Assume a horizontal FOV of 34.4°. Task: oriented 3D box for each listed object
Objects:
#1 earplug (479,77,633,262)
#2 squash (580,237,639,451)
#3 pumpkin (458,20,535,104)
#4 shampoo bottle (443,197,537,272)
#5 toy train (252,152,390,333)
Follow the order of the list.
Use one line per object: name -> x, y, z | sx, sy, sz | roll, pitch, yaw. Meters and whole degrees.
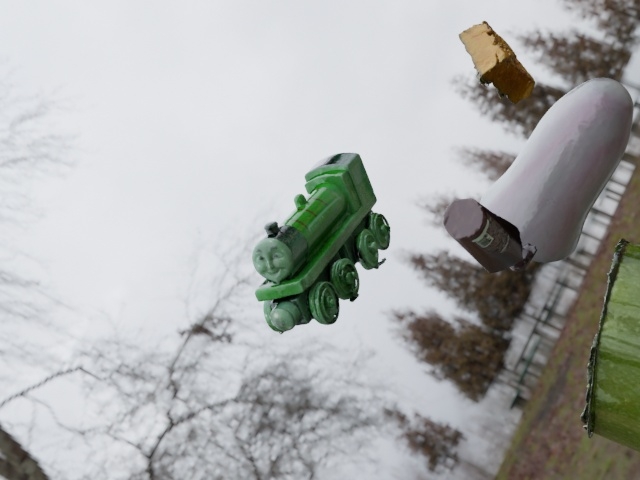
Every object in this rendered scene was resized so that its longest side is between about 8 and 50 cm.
earplug -> 0.377, -0.126, 1.575 | 0.172, 0.172, 0.301 | -49, -13, -42
squash -> 0.520, 0.163, 1.233 | 0.263, 0.384, 0.263 | 13, -90, -70
pumpkin -> 0.198, -0.200, 1.173 | 0.054, 0.074, 0.083 | -41, -42, 22
shampoo bottle -> 0.249, -0.001, 1.486 | 0.068, 0.067, 0.236 | -27, -27, 19
toy train -> 0.000, 0.000, 1.076 | 0.119, 0.085, 0.251 | 69, -152, -16
